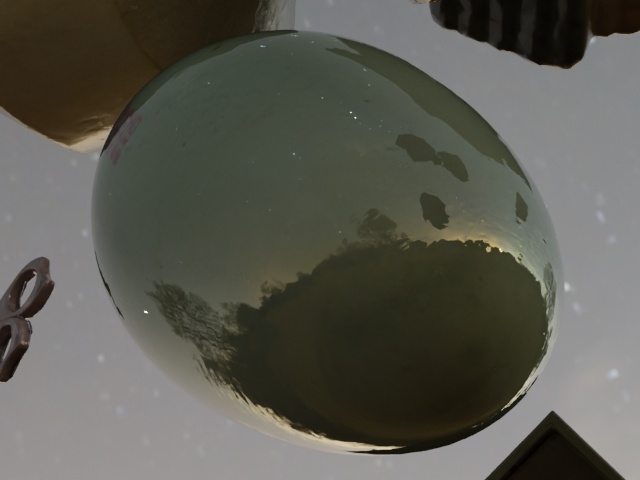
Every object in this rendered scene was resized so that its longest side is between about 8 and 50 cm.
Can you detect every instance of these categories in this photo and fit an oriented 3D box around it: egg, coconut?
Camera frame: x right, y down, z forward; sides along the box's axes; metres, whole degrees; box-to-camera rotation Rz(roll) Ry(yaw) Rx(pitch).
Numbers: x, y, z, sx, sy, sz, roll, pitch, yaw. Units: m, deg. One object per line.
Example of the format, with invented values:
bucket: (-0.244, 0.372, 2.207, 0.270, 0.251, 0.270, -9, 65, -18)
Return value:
egg: (0.000, 0.000, 0.994, 0.230, 0.371, 0.230, -7, -73, -26)
coconut: (-0.160, -0.227, 1.412, 0.323, 0.323, 0.323, -12, -40, -11)

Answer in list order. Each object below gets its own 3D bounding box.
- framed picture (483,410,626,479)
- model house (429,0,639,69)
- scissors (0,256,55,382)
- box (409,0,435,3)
framed picture: (0.154, 0.304, 1.358, 0.289, 0.211, 0.020, -45, -26, -2)
model house: (0.208, -0.409, 1.479, 0.400, 0.395, 0.445, -13, -56, -16)
scissors: (-0.255, 0.069, 1.335, 0.015, 0.100, 0.189, 28, -25, -26)
box: (0.079, -0.217, 1.234, 0.111, 0.177, 0.111, -3, -78, -13)
